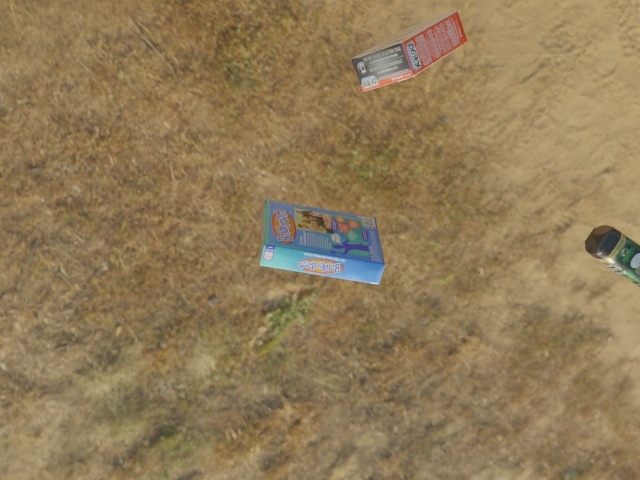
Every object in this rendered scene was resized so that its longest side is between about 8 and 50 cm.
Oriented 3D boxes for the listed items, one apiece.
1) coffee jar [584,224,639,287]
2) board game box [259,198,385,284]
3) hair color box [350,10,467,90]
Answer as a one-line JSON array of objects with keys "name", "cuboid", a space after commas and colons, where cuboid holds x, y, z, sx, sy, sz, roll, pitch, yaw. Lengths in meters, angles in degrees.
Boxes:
[{"name": "coffee jar", "cuboid": [0.682, 0.039, 1.775, 0.184, 0.096, 0.079, 33, 95, -5]}, {"name": "board game box", "cuboid": [0.000, 0.000, 1.408, 0.210, 0.160, 0.047, 10, 121, -8]}, {"name": "hair color box", "cuboid": [0.130, -0.273, 1.147, 0.167, 0.093, 0.053, -37, 111, -43]}]
